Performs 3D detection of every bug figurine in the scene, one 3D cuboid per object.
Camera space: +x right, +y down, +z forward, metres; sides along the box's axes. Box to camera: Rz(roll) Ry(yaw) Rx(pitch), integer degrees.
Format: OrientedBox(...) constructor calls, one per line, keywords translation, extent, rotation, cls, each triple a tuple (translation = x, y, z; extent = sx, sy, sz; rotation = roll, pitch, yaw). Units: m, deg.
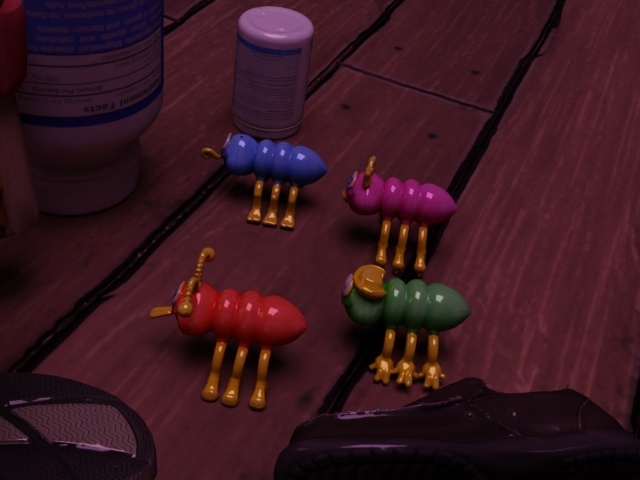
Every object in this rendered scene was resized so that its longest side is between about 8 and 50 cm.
OrientedBox(translation=(0.000, 0.000, 0.616), extent=(0.216, 0.072, 0.279), rotation=(8, 38, -2), cls="bug figurine")

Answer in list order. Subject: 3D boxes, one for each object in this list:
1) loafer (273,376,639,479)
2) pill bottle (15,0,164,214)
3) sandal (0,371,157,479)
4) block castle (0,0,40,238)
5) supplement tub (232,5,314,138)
OrientedBox(translation=(0.078, 0.125, 0.484), extent=(0.220, 0.080, 0.078), rotation=(3, 29, -16), cls="loafer")
OrientedBox(translation=(-0.192, -0.159, 0.610), extent=(0.152, 0.272, 0.152), rotation=(6, 40, -5), cls="pill bottle")
OrientedBox(translation=(-0.220, 0.155, 0.376), extent=(0.303, 0.086, 0.120), rotation=(-25, 35, -15), cls="sandal")
OrientedBox(translation=(-0.389, -0.040, 0.404), extent=(0.454, 0.212, 0.303), rotation=(-3, 29, -4), cls="block castle")
OrientedBox(translation=(-0.046, -0.157, 0.771), extent=(0.071, 0.107, 0.071), rotation=(6, 38, -5), cls="supplement tub")
